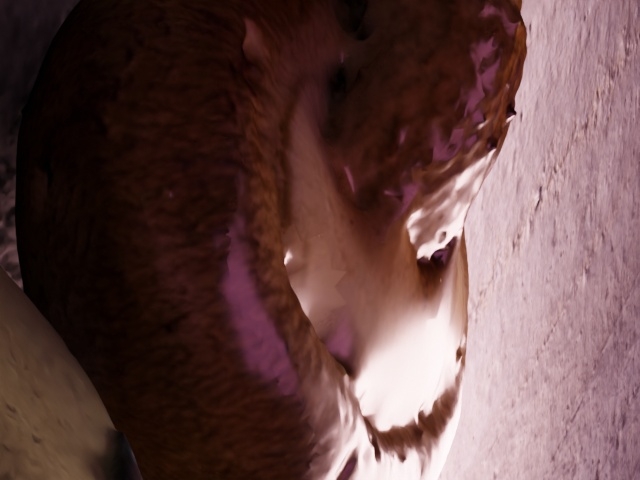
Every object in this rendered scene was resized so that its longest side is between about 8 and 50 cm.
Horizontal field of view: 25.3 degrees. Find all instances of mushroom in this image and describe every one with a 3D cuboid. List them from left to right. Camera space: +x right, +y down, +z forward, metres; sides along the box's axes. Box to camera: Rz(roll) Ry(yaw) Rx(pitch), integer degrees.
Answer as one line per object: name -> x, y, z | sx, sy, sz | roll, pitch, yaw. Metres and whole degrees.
mushroom -> -0.022, 0.003, 0.739 | 0.345, 0.239, 0.345 | 0, 91, -42

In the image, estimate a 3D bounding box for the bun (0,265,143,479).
bun -> -0.180, 0.084, 0.440 | 0.187, 0.293, 0.293 | -37, 148, 0
